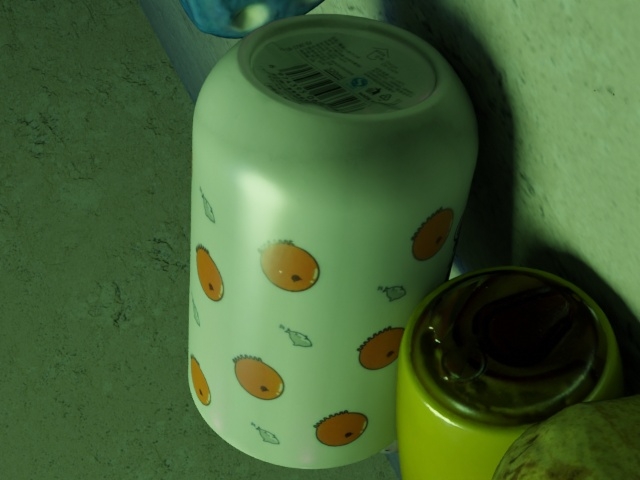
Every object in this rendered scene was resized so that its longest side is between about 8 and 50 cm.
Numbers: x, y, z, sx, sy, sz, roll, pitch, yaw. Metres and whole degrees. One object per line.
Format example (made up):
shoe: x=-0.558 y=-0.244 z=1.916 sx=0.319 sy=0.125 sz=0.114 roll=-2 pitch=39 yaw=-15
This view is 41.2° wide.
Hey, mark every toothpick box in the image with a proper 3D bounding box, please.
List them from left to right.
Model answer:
toothpick box: x=0.141 y=0.147 z=0.637 sx=0.175 sy=0.175 sz=0.271 roll=55 pitch=166 yaw=42

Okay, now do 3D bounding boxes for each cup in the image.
cup: x=0.000 y=0.000 z=0.669 sx=0.212 sy=0.212 sz=0.317 roll=-125 pitch=30 yaw=-41

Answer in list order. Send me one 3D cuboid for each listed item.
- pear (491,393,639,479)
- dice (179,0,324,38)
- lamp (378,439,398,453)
pear: x=0.181 y=0.188 z=0.446 sx=0.228 sy=0.188 sz=0.211 roll=63 pitch=-169 yaw=-56
dice: x=-0.065 y=-0.257 z=0.680 sx=0.143 sy=0.147 sz=0.146 roll=62 pitch=173 yaw=16
lamp: x=0.052 y=0.083 z=0.959 sx=0.247 sy=0.247 sz=0.301 roll=-14 pitch=113 yaw=52
